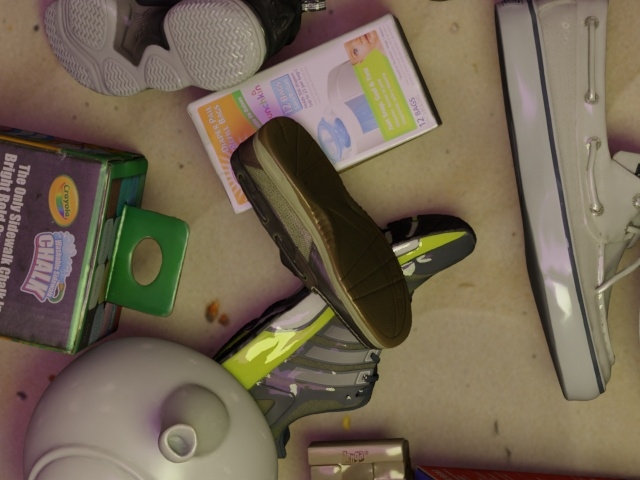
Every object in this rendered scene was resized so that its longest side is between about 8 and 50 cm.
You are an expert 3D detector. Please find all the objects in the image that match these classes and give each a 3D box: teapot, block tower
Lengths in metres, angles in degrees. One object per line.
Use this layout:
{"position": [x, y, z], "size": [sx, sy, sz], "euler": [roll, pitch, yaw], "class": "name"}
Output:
{"position": [-0.175, 0.224, 1.562], "size": [0.253, 0.187, 0.256], "euler": [5, 121, 25], "class": "teapot"}
{"position": [0.051, 0.346, 1.633], "size": [0.091, 0.097, 0.335], "euler": [-4, 96, 6], "class": "block tower"}

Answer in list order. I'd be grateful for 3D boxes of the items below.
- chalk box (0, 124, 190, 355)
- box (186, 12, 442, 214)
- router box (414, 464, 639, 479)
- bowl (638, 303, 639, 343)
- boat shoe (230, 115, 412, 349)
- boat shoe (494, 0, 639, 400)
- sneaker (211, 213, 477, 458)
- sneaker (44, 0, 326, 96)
{"position": [-0.263, -0.006, 1.592], "size": [0.289, 0.179, 0.180], "euler": [13, 95, 4], "class": "chalk box"}
{"position": [-0.003, -0.114, 1.591], "size": [0.203, 0.103, 0.114], "euler": [-23, 92, 7], "class": "box"}
{"position": [0.218, 0.380, 1.565], "size": [0.301, 0.082, 0.335], "euler": [7, 93, -15], "class": "router box"}
{"position": [0.427, 0.064, 1.546], "size": [0.298, 0.134, 0.297], "euler": [0, 94, 6], "class": "bowl"}
{"position": [-0.001, 0.000, 1.519], "size": [0.073, 0.080, 0.223], "euler": [-28, 95, 43], "class": "boat shoe"}
{"position": [0.257, -0.045, 1.566], "size": [0.156, 0.136, 0.367], "euler": [-8, 84, 4], "class": "boat shoe"}
{"position": [0.027, 0.084, 1.615], "size": [0.300, 0.111, 0.121], "euler": [-36, 99, 14], "class": "sneaker"}
{"position": [-0.121, -0.199, 1.601], "size": [0.269, 0.153, 0.101], "euler": [8, 117, 39], "class": "sneaker"}
